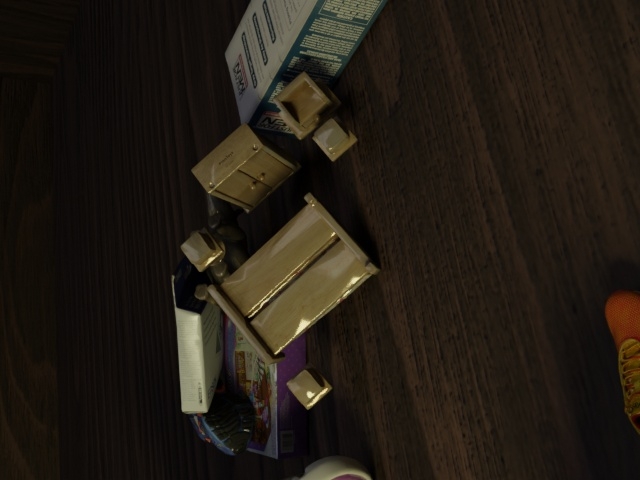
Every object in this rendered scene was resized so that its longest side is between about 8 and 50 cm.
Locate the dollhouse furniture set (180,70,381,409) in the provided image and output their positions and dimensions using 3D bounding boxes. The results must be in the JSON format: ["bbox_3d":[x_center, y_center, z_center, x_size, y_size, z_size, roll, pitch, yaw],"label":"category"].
[{"bbox_3d":[0.000,0.000,1.100,0.303,0.174,0.355,-41,76,8],"label":"dollhouse furniture set"}]

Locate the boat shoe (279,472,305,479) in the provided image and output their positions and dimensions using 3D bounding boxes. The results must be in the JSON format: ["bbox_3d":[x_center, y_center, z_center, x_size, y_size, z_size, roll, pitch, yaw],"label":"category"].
[{"bbox_3d":[-0.045,0.362,1.064,0.184,0.066,0.063,50,-161,-72],"label":"boat shoe"}]

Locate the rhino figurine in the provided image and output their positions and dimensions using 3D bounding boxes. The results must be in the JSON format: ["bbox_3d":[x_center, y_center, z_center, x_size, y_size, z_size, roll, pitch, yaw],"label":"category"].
[{"bbox_3d":[-0.156,0.006,1.239,0.073,0.106,0.243,-24,53,19],"label":"rhino figurine"}]

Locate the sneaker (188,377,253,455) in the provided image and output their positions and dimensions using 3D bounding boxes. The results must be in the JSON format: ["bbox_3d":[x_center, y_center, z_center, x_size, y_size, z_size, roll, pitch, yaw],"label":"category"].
[{"bbox_3d":[-0.162,0.291,1.243,0.221,0.083,0.087,-151,54,-63],"label":"sneaker"}]

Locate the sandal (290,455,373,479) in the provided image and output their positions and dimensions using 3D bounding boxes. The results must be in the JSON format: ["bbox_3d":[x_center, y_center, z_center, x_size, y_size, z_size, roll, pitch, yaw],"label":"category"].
[{"bbox_3d":[-0.075,0.453,0.967,0.416,0.169,0.102,-55,35,3],"label":"sandal"}]

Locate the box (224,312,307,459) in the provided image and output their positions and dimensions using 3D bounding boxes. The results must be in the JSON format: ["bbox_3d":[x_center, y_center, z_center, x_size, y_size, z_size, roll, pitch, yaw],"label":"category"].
[{"bbox_3d":[-0.093,0.193,1.253,0.201,0.057,0.293,-12,76,59],"label":"box"}]

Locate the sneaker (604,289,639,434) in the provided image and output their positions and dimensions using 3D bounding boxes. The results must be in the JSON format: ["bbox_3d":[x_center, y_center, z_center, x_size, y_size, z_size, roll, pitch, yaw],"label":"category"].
[{"bbox_3d":[0.272,0.115,0.621,0.064,0.067,0.175,-55,41,45],"label":"sneaker"}]

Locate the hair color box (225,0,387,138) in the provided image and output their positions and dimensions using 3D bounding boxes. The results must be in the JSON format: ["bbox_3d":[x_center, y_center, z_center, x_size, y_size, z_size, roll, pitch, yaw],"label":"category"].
[{"bbox_3d":[-0.021,-0.330,1.138,0.347,0.105,0.173,-51,44,45],"label":"hair color box"}]

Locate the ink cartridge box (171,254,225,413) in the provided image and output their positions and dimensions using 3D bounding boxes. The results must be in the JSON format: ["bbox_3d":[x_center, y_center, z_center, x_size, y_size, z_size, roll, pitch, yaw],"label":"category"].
[{"bbox_3d":[-0.192,0.129,1.251,0.223,0.045,0.223,-85,-7,-74],"label":"ink cartridge box"}]
